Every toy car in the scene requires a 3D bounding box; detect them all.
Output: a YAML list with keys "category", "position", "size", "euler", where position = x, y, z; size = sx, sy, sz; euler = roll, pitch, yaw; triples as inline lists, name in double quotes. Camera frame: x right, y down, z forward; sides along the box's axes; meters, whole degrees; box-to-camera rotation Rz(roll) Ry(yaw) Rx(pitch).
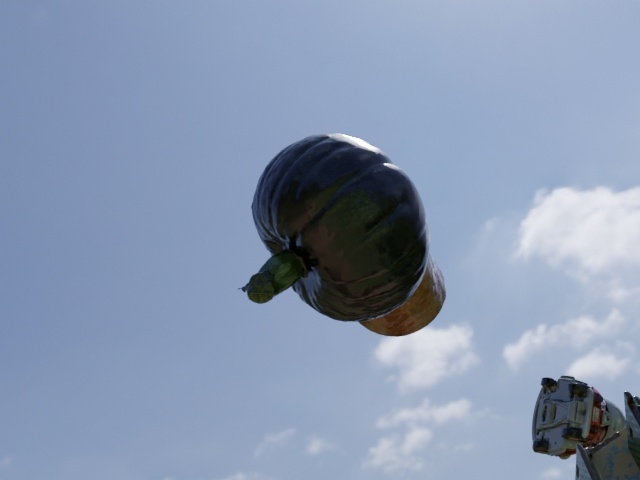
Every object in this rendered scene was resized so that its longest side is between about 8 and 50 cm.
- category: "toy car"
  position: [0.365, 0.249, 1.151]
  size: [0.112, 0.112, 0.139]
  euler: [17, -17, -10]

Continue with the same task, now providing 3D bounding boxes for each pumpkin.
- category: "pumpkin"
  position: [0.000, 0.000, 1.043]
  size: [0.248, 0.248, 0.248]
  euler: [-3, -32, -2]

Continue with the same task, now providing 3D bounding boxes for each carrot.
- category: "carrot"
  position: [0.117, 0.031, 1.497]
  size: [0.196, 0.196, 0.254]
  euler: [-11, -36, 10]

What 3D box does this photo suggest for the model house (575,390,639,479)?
- category: "model house"
  position: [0.379, 0.264, 0.915]
  size: [0.271, 0.178, 0.206]
  euler: [35, -68, -29]
